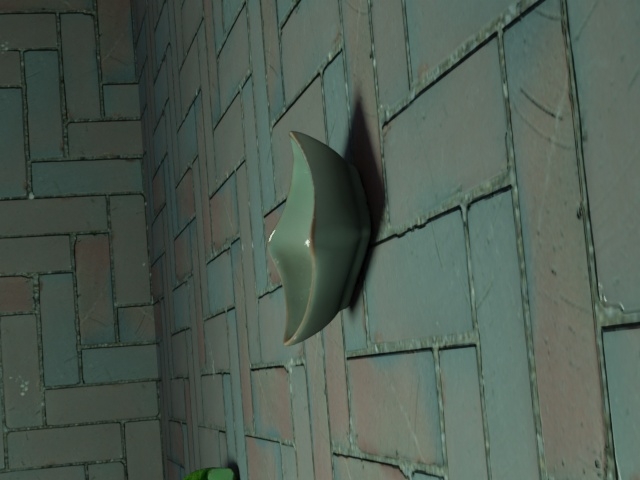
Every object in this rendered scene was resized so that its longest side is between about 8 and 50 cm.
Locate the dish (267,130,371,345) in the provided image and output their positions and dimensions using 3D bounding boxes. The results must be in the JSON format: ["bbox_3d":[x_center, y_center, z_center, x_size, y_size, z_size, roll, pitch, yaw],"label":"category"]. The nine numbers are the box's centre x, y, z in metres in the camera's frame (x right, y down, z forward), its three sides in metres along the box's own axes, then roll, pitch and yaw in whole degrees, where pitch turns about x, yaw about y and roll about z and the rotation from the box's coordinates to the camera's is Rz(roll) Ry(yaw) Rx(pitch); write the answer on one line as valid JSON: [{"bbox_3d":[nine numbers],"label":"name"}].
[{"bbox_3d":[0.000,0.000,1.344,0.212,0.077,0.151,104,160,-52],"label":"dish"}]

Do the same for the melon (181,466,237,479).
[{"bbox_3d":[-0.220,0.534,2.341,0.196,0.124,0.323,-116,24,-43],"label":"melon"}]
